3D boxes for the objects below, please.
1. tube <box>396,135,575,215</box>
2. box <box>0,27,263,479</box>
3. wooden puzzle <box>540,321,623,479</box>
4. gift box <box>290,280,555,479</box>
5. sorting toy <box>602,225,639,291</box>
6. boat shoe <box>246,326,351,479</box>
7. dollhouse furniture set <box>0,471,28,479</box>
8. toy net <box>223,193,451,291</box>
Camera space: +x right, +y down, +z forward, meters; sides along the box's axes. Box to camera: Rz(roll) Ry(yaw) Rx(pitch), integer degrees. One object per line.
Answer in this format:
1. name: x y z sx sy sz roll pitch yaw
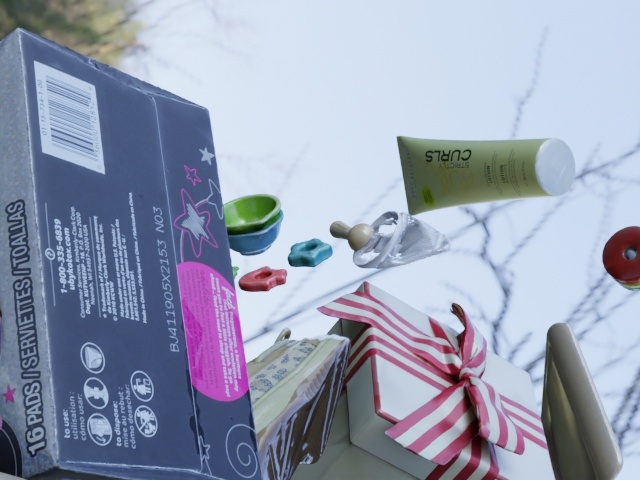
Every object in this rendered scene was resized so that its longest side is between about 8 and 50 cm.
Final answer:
1. tube: 0.166 -0.072 1.692 0.062 0.070 0.240 36 -21 -32
2. box: -0.150 0.037 0.881 0.142 0.163 0.247 -26 -118 31
3. wooden puzzle: 0.314 0.249 1.905 0.239 0.044 0.221 91 -13 -50
4. gift box: 0.071 0.211 1.584 0.258 0.276 0.255 -50 -154 24
5. sorting toy: 0.335 -0.044 1.149 0.046 0.274 0.132 37 11 -48
6. boat shoe: -0.044 0.127 1.219 0.285 0.089 0.105 -27 130 -73
7. dollhouse furniture set: -0.241 0.117 0.754 0.174 0.355 0.303 52 -55 52
8. toy net: 0.000 0.000 1.420 0.232 0.122 0.045 -2 -65 24
